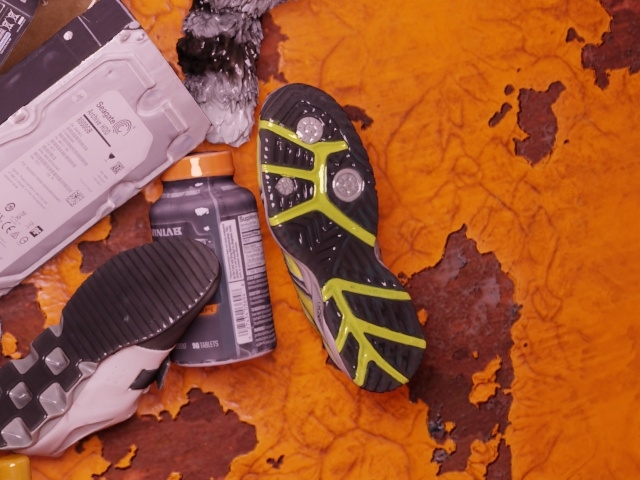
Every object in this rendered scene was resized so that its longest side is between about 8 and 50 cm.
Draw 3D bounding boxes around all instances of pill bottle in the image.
[{"bbox_3d":[-0.131,0.018,1.722,0.130,0.130,0.245,-10,95,-21],"label":"pill bottle"}]

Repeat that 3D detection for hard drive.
[{"bbox_3d":[-0.296,-0.087,1.577,0.339,0.064,0.237,-38,150,-3],"label":"hard drive"}]

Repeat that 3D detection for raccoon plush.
[{"bbox_3d":[-0.038,-0.337,1.655,0.216,0.299,0.446,-11,96,-21],"label":"raccoon plush"}]

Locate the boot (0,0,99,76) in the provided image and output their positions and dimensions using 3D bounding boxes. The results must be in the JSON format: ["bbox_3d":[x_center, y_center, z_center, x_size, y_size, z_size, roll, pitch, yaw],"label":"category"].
[{"bbox_3d":[-0.298,-0.264,1.665,0.115,0.112,0.305,18,87,-10],"label":"boot"}]

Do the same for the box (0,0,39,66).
[{"bbox_3d":[-0.469,-0.200,1.516,0.242,0.076,0.307,30,122,-19],"label":"box"}]

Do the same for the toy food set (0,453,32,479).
[{"bbox_3d":[-0.432,0.297,1.580,0.232,0.111,0.104,-7,94,-24],"label":"toy food set"}]

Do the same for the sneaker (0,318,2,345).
[{"bbox_3d":[-0.418,0.143,1.652,0.075,0.057,0.161,23,86,-26],"label":"sneaker"}]

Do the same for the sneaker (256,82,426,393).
[{"bbox_3d":[0.000,0.000,1.764,0.145,0.147,0.384,-19,99,-18],"label":"sneaker"}]

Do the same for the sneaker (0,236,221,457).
[{"bbox_3d":[-0.232,0.127,1.668,0.330,0.122,0.146,-39,147,7],"label":"sneaker"}]
